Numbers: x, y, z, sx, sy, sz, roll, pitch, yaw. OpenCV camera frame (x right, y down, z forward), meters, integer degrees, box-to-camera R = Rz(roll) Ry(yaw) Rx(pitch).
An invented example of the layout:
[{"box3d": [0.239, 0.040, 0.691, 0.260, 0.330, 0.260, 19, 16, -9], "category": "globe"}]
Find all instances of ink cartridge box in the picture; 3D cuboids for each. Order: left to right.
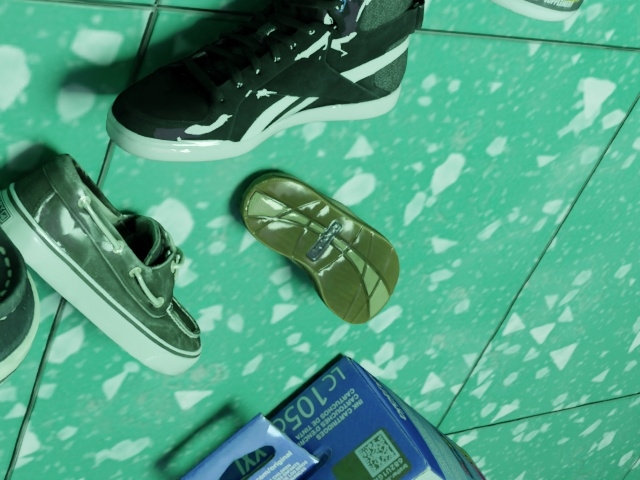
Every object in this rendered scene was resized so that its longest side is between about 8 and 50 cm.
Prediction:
[{"box3d": [0.016, 0.285, 1.087, 0.270, 0.151, 0.395, -41, 145, 3], "category": "ink cartridge box"}]

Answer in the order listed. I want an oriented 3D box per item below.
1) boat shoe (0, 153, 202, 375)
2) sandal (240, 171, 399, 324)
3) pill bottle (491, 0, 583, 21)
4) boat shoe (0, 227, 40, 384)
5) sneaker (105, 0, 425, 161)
[{"box3d": [-0.128, 0.022, 0.746, 0.070, 0.078, 0.219, -37, 142, 2], "category": "boat shoe"}, {"box3d": [0.000, 0.000, 0.859, 0.072, 0.049, 0.180, -47, 128, 4], "category": "sandal"}, {"box3d": [0.154, -0.236, 0.677, 0.103, 0.103, 0.184, -2, 131, -38], "category": "pill bottle"}, {"box3d": [-0.300, -0.048, 0.447, 0.156, 0.187, 0.500, -42, 139, 16], "category": "boat shoe"}, {"box3d": [-0.031, -0.128, 0.675, 0.217, 0.079, 0.121, -19, 137, -36], "category": "sneaker"}]
